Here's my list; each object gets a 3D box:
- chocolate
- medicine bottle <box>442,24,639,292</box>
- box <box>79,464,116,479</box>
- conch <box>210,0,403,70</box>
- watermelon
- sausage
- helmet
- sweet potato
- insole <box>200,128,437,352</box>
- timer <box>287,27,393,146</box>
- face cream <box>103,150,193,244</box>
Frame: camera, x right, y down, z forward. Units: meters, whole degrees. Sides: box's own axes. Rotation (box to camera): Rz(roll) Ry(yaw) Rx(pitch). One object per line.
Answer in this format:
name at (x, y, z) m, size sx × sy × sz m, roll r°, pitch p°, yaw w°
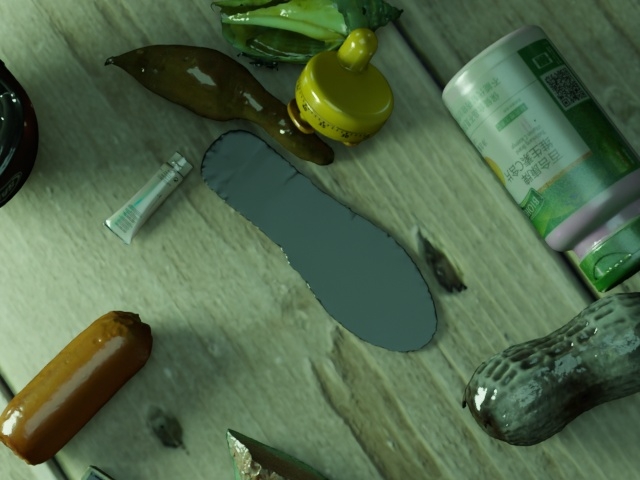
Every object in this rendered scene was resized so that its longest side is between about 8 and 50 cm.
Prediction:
chocolate at (0.266, 0.132, 1.782) m, size 0.248 × 0.110 × 0.110 m, roll -30°, pitch 80°, yaw 2°
medicine bottle at (0.256, -0.082, 1.805) m, size 0.133 × 0.133 × 0.274 m, roll -36°, pitch 81°, yaw -3°
box at (-0.228, 0.292, 1.814) m, size 0.083 × 0.035 × 0.079 m, roll 32°, pitch 83°, yaw 8°
conch at (-0.013, -0.239, 1.874) m, size 0.201 × 0.079 × 0.095 m, roll -14°, pitch 85°, yaw 13°
watermelon at (-0.034, 0.271, 1.796) m, size 0.155 × 0.080 × 0.101 m, roll 17°, pitch 91°, yaw -10°
sausage at (-0.258, 0.152, 1.821) m, size 0.076 × 0.076 × 0.197 m, roll 44°, pitch 84°, yaw 9°
helmet at (-0.397, -0.117, 1.812) m, size 0.189 × 0.193 × 0.216 m, roll -45°, pitch 68°, yaw -2°
sweet potato at (-0.100, -0.160, 1.866) m, size 0.269 × 0.075 × 0.074 m, roll 25°, pitch 83°, yaw -1°
insole at (0.000, 0.000, 1.867) m, size 0.322 × 0.007 × 0.109 m, roll 41°, pitch 83°, yaw 9°
timer at (0.030, -0.161, 1.828) m, size 0.107 × 0.109 × 0.107 m, roll 17°, pitch 46°, yaw -18°
face cream at (-0.186, -0.048, 1.877) m, size 0.038 × 0.020 × 0.115 m, roll 42°, pitch 86°, yaw 8°
